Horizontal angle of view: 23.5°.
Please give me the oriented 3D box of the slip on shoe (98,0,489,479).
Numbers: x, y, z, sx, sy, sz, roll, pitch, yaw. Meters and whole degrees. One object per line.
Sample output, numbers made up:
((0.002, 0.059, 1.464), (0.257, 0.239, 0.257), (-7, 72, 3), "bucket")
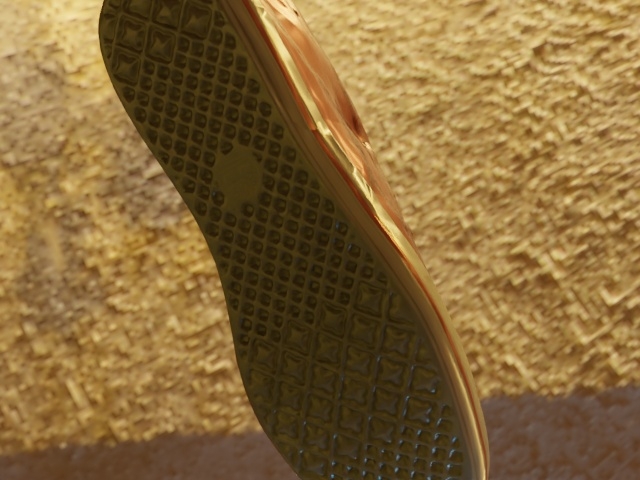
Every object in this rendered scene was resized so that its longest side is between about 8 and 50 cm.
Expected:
((0.000, 0.000, 0.798), (0.123, 0.101, 0.331), (-27, -90, 30), "slip on shoe")
